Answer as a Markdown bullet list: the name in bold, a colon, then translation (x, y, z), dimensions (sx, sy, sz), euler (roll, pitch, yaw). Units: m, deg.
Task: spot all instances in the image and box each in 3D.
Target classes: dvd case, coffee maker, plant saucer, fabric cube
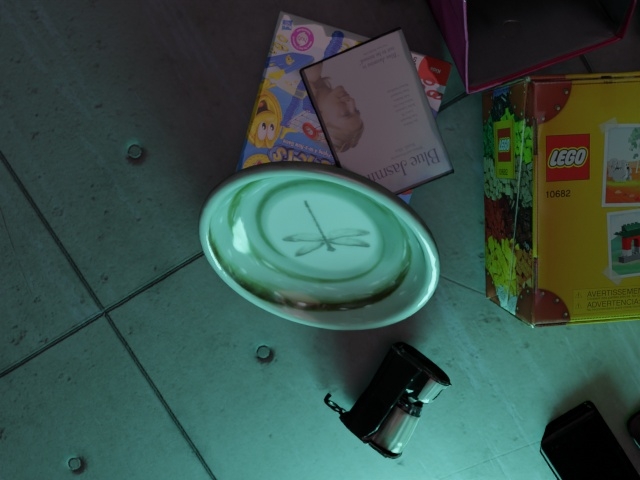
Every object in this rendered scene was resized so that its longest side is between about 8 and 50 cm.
- **dvd case**: translation (0.093, -0.196, 0.968), dimensions (0.180, 0.022, 0.253), euler (-22, 97, 4)
- **coffee maker**: translation (0.121, 0.277, 1.070), dimensions (0.171, 0.120, 0.178), euler (31, 97, -2)
- **plant saucer**: translation (0.000, 0.000, 0.979), dimensions (0.399, 0.101, 0.401), euler (9, 140, 8)
- **fabric cube**: translation (0.288, -0.425, 0.853), dimensions (0.253, 0.259, 0.258), euler (-18, 65, 7)

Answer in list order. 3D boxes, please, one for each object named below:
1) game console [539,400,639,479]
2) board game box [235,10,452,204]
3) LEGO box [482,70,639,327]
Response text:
- **game console**: translation (0.609, 0.366, 1.111), dimensions (0.361, 0.044, 0.213), euler (-34, 96, 5)
- **board game box**: translation (0.035, -0.199, 1.024), dimensions (0.307, 0.086, 0.302), euler (16, 97, -1)
- **LEGO box**: translation (0.538, -0.078, 0.956), dimensions (0.499, 0.193, 0.373), euler (-3, 98, -4)
